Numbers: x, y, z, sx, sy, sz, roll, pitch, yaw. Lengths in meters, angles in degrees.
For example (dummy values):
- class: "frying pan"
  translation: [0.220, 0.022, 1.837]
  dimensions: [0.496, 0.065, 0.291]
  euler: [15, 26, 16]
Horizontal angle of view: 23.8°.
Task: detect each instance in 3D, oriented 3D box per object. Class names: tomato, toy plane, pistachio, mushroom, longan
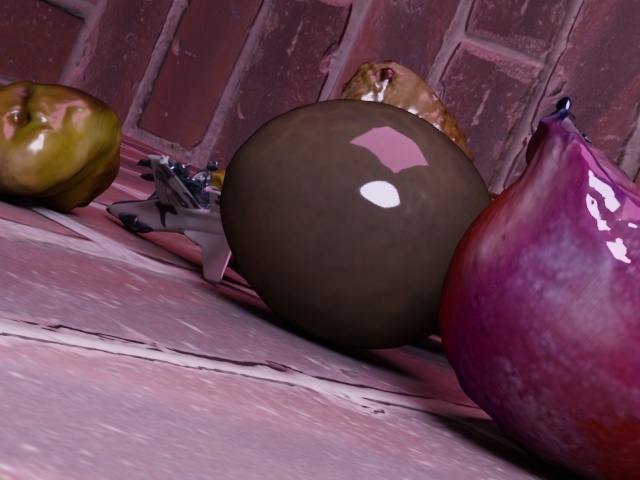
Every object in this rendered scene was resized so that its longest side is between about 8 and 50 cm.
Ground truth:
- class: "tomato"
  translation: [0.196, 0.079, 0.944]
  dimensions: [0.289, 0.176, 0.335]
  euler: [45, 7, 12]
- class: "toy plane"
  translation: [-0.110, -0.023, 1.282]
  dimensions: [0.160, 0.082, 0.234]
  euler: [53, -13, -31]
- class: "pistachio"
  translation: [-0.221, -0.079, 1.203]
  dimensions: [0.110, 0.100, 0.189]
  euler: [27, 5, 10]
- class: "mushroom"
  translation: [0.110, -0.012, 1.424]
  dimensions: [0.267, 0.254, 0.267]
  euler: [3, 31, -2]
- class: "longan"
  translation: [0.032, -0.010, 1.113]
  dimensions: [0.198, 0.198, 0.212]
  euler: [25, -2, 40]

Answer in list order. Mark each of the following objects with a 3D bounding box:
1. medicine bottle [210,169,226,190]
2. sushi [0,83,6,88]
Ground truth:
- class: "medicine bottle"
  translation: [0.000, 0.000, 1.802]
  dimensions: [0.309, 0.076, 0.111]
  euler: [23, 10, -27]
- class: "sushi"
  translation: [-0.390, -0.160, 1.941]
  dimensions: [0.192, 0.050, 0.215]
  euler: [29, 1, 37]
